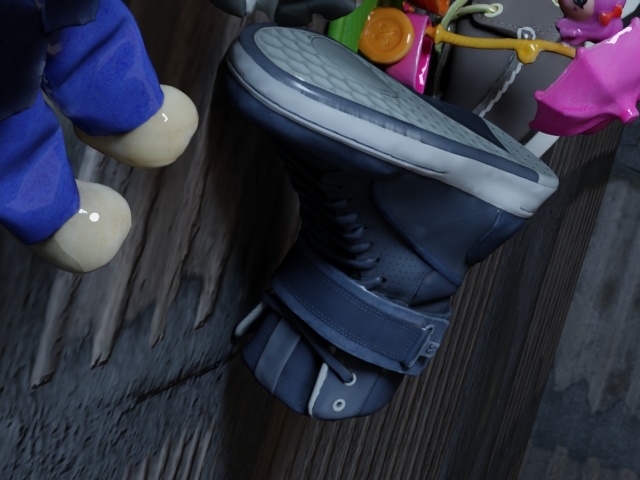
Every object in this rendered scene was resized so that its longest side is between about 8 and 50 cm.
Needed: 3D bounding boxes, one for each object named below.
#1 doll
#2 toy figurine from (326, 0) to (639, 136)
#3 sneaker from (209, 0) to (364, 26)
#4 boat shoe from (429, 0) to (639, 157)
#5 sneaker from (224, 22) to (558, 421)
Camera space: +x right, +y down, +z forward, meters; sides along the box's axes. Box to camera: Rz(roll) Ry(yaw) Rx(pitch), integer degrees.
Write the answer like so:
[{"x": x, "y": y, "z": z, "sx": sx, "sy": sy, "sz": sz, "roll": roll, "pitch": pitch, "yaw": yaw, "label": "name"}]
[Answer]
[{"x": -0.081, "y": -0.067, "z": 0.444, "sx": 0.129, "sy": 0.046, "sz": 0.189, "roll": -58, "pitch": 157, "yaw": -17, "label": "doll"}, {"x": 0.103, "y": -0.122, "z": 0.896, "sx": 0.130, "sy": 0.159, "sz": 0.173, "roll": 46, "pitch": 62, "yaw": -76, "label": "toy figurine"}, {"x": -0.004, "y": -0.207, "z": 0.534, "sx": 0.118, "sy": 0.107, "sz": 0.279, "roll": -87, "pitch": -171, "yaw": -58, "label": "sneaker"}, {"x": 0.122, "y": -0.130, "z": 1.110, "sx": 0.116, "sy": 0.097, "sz": 0.324, "roll": -28, "pitch": -161, "yaw": 43, "label": "boat shoe"}, {"x": 0.001, "y": 0.001, "z": 0.796, "sx": 0.163, "sy": 0.086, "sz": 0.226, "roll": -51, "pitch": 144, "yaw": 13, "label": "sneaker"}]
